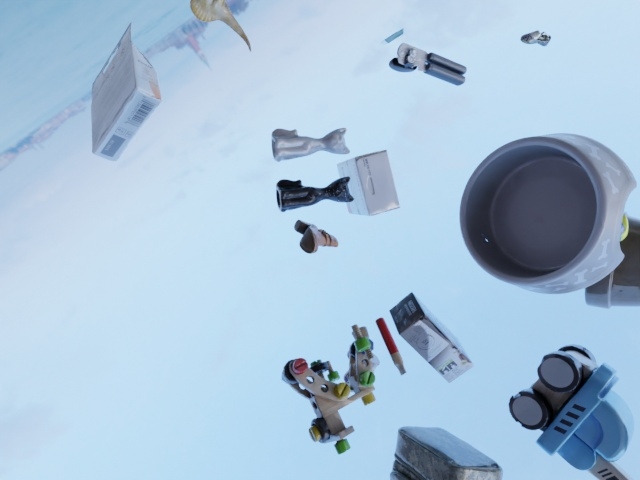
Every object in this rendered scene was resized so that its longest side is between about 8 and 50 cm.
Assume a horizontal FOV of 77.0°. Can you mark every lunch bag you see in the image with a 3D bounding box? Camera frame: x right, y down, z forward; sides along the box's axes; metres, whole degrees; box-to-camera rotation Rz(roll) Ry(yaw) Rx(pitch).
[{"bbox_3d":[0.357,0.729,1.185,0.305,0.213,0.255,0,-101,63],"label":"lunch bag"}]

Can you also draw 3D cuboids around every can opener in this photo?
[{"bbox_3d":[0.377,-0.607,1.398,0.093,0.281,0.074,-179,-82,-73],"label":"can opener"}]

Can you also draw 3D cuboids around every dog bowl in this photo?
[{"bbox_3d":[0.451,-0.059,0.854,0.349,0.102,0.348,-3,-93,55],"label":"dog bowl"}]

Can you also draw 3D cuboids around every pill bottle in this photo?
[{"bbox_3d":[0.153,0.478,1.483,0.137,0.078,0.078,-54,-152,18],"label":"pill bottle"}]

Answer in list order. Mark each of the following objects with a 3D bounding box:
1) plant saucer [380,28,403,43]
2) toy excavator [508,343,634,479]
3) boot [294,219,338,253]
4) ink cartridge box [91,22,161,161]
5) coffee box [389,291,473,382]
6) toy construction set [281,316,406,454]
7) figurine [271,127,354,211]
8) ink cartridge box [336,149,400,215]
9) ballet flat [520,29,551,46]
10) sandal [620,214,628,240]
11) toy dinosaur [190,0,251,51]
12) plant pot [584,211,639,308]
[{"bbox_3d":[0.243,-0.687,1.364,0.067,0.018,0.192,-28,-161,15],"label":"plant saucer"},{"bbox_3d":[0.757,0.578,1.109,0.445,0.222,0.432,41,-67,39],"label":"toy excavator"},{"bbox_3d":[0.000,0.000,1.409,0.073,0.152,0.197,-55,-149,20],"label":"boot"},{"bbox_3d":[-0.316,-0.237,0.645,0.145,0.045,0.179,-38,-127,27],"label":"ink cartridge box"},{"bbox_3d":[0.401,0.351,1.470,0.119,0.297,0.168,-42,-162,12],"label":"coffee box"},{"bbox_3d":[0.079,0.363,0.983,0.309,0.258,0.237,-41,-121,30],"label":"toy construction set"},{"bbox_3d":[-0.016,-0.192,1.068,0.210,0.214,0.092,-7,-166,-13],"label":"figurine"},{"bbox_3d":[0.159,-0.195,1.400,0.114,0.196,0.273,-16,-171,-8],"label":"ink cartridge box"},{"bbox_3d":[0.667,-0.627,1.240,0.114,0.041,0.041,-6,-157,-25],"label":"ballet flat"},{"bbox_3d":[0.652,-0.094,1.069,0.138,0.126,0.317,-33,-136,4],"label":"sandal"},{"bbox_3d":[-0.185,-0.428,0.719,0.092,0.183,0.053,-56,-153,5],"label":"toy dinosaur"},{"bbox_3d":[1.004,0.074,1.228,0.280,0.323,0.323,10,-127,42],"label":"plant pot"}]
